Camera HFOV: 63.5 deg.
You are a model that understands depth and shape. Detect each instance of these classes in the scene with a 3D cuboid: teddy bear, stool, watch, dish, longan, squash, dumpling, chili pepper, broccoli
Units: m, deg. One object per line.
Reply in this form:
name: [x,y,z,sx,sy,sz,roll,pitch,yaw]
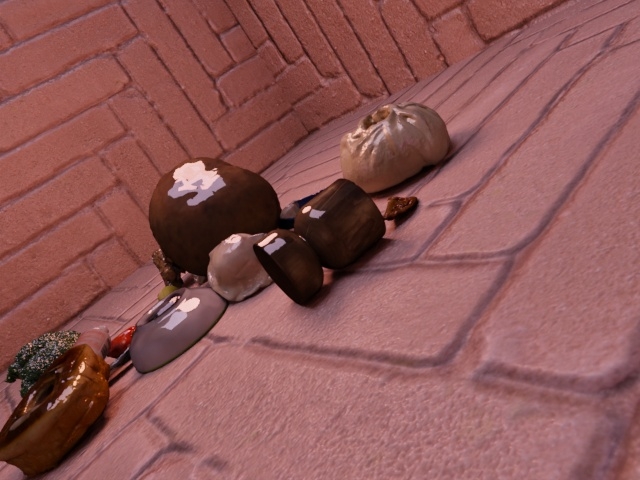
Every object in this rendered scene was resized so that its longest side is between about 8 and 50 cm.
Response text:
teddy bear: [-0.575,0.044,2.069,0.256,0.156,0.267,-46,26,42]
stool: [0.000,0.000,1.204,0.264,0.179,0.179,-39,16,-17]
watch: [-0.049,-0.091,1.806,0.274,0.068,0.276,-19,21,31]
dish: [-0.439,0.228,1.515,0.324,0.124,0.324,-31,16,10]
longan: [-0.359,-0.073,1.759,0.436,0.404,0.404,19,39,16]
squash: [-0.511,0.219,1.754,0.075,0.090,0.200,-44,17,-1]
dumpling: [-0.228,0.079,1.494,0.258,0.193,0.147,-13,-15,27]
chili pepper: [-0.607,0.321,1.660,0.192,0.084,0.086,-33,31,21]
broccoli: [-0.835,0.414,1.651,0.269,0.261,0.241,-56,-13,-60]

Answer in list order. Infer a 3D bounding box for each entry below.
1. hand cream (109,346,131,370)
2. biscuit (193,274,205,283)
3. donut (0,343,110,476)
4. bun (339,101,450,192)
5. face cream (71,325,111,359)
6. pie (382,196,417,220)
hand cream: [-0.643,0.408,1.529,0.248,0.052,0.075,-40,4,-22]
biscuit: [-0.462,0.071,2.038,0.147,0.046,0.250,-66,20,8]
donut: [-0.663,0.428,1.319,0.330,0.160,0.330,-39,24,21]
bun: [0.211,-0.300,1.590,0.365,0.219,0.365,-29,14,8]
face cream: [-0.698,0.323,1.587,0.101,0.101,0.251,-35,17,-1]
pie: [0.203,-0.084,1.310,0.088,0.033,0.191,-19,15,21]
